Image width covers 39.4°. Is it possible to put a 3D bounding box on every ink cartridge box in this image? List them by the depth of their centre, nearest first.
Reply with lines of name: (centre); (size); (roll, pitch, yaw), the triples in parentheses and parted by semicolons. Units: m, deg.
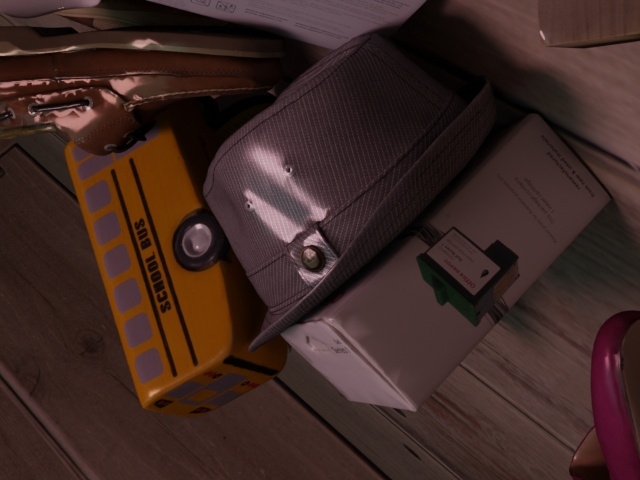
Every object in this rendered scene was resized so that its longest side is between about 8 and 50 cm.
ink cartridge box: (-0.032, -0.196, 0.576); (0.223, 0.045, 0.224); (12, 171, -15)
ink cartridge box: (0.086, 0.021, 0.682); (0.092, 0.219, 0.160); (47, 165, -5)

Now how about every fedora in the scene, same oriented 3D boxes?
fedora: (-0.002, -0.052, 0.665); (0.124, 0.244, 0.275); (44, 139, -6)

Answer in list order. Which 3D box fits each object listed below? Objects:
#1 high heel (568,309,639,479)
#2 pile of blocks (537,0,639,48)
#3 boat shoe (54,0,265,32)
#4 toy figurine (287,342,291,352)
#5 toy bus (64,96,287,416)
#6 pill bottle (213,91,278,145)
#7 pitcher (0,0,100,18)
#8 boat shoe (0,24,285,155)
high heel: (0.245, 0.165, 0.773); (0.181, 0.127, 0.377); (16, 150, 42)
pile of blocks: (0.142, -0.150, 0.390); (0.362, 0.149, 0.112); (54, -152, 8)
boat shoe: (-0.182, -0.242, 0.925); (0.342, 0.123, 0.123); (19, 157, 37)
toy figurine: (-0.052, 0.041, 1.258); (0.209, 0.148, 0.213); (41, 162, 0)
toy bus: (-0.135, -0.021, 0.811); (0.108, 0.130, 0.333); (32, -149, -61)
pill bottle: (0.000, 0.000, 0.914); (0.334, 0.188, 0.188); (38, 162, 28)
pitcher: (-0.250, -0.284, 0.779); (0.177, 0.207, 0.125); (-11, 146, 23)
boat shoe: (-0.170, -0.126, 0.747); (0.307, 0.110, 0.105); (5, 104, 22)
